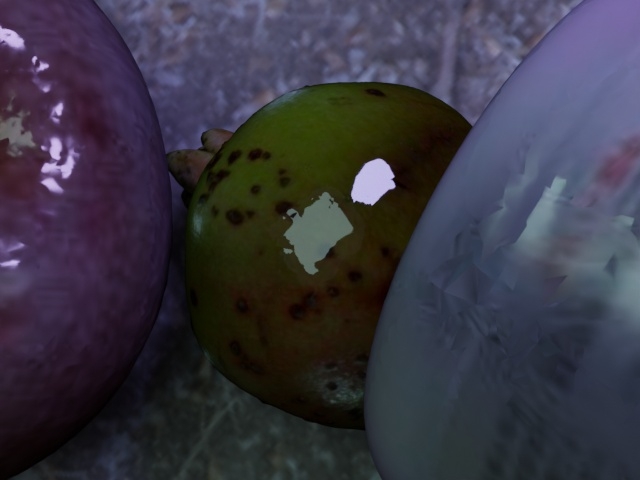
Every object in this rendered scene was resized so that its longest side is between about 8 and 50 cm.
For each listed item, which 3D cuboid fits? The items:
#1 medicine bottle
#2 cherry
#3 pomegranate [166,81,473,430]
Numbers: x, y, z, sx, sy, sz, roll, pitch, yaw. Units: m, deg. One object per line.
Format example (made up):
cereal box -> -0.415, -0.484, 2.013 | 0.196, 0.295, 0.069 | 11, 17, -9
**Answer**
medicine bottle -> 0.208, 0.066, 0.680 | 0.325, 0.256, 0.256 | 30, 91, 24
cherry -> -0.189, -0.005, 0.850 | 0.307, 0.221, 0.261 | -30, 58, 57
pomegranate -> 0.000, 0.000, 0.841 | 0.205, 0.159, 0.159 | 31, 91, 49
